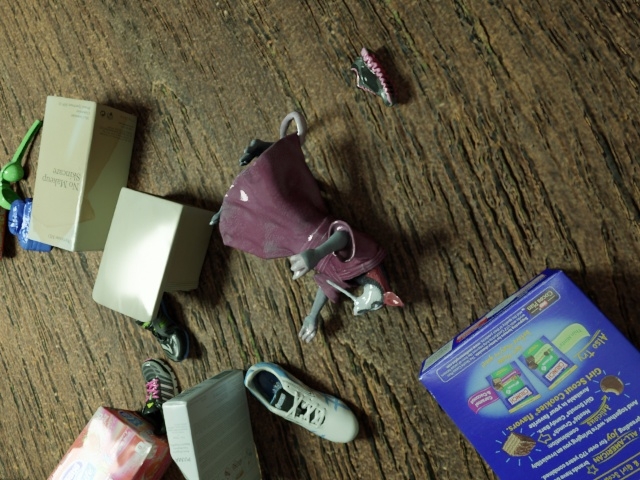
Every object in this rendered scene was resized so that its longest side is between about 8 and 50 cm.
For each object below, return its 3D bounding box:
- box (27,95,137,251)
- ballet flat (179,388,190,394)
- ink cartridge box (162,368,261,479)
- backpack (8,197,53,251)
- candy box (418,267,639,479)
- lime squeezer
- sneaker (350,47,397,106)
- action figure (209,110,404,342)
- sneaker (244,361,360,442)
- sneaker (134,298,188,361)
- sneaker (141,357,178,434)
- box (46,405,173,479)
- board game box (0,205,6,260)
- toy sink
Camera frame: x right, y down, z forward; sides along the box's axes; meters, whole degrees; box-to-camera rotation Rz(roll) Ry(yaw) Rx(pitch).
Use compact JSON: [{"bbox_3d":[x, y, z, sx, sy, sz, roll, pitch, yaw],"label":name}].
[{"bbox_3d":[-0.521,-0.141,0.963,0.147,0.121,0.312,11,94,19],"label":"box"},{"bbox_3d":[-0.251,0.429,0.898,0.077,0.091,0.241,-33,75,39],"label":"ballet flat"},{"bbox_3d":[-0.194,0.382,0.817,0.066,0.189,0.233,-7,89,20],"label":"ink cartridge box"},{"bbox_3d":[-0.670,-0.036,1.027,0.098,0.101,0.120,22,106,56],"label":"backpack"},{"bbox_3d":[0.354,0.245,0.656,0.268,0.122,0.317,-42,77,14],"label":"candy box"},{"bbox_3d":[-0.743,-0.142,1.078,0.109,0.059,0.311,0,90,20],"label":"lime squeezer"},{"bbox_3d":[0.094,-0.284,0.789,0.057,0.047,0.120,-34,75,32],"label":"sneaker"},{"bbox_3d":[0.000,0.000,0.784,0.370,0.248,0.276,33,59,4],"label":"action figure"},{"bbox_3d":[-0.040,0.308,0.817,0.237,0.086,0.085,25,97,16],"label":"sneaker"},{"bbox_3d":[-0.348,0.181,0.928,0.067,0.078,0.188,-40,79,16],"label":"sneaker"},{"bbox_3d":[-0.345,0.335,0.931,0.063,0.074,0.171,-26,82,18],"label":"sneaker"},{"bbox_3d":[-0.448,0.508,0.873,0.154,0.142,0.300,26,71,18],"label":"box"},{"bbox_3d":[-0.872,-0.049,1.087,0.146,0.045,0.194,2,83,-6],"label":"board game box"},{"bbox_3d":[-0.332,0.029,0.894,0.152,0.131,0.235,16,91,19],"label":"toy sink"}]
